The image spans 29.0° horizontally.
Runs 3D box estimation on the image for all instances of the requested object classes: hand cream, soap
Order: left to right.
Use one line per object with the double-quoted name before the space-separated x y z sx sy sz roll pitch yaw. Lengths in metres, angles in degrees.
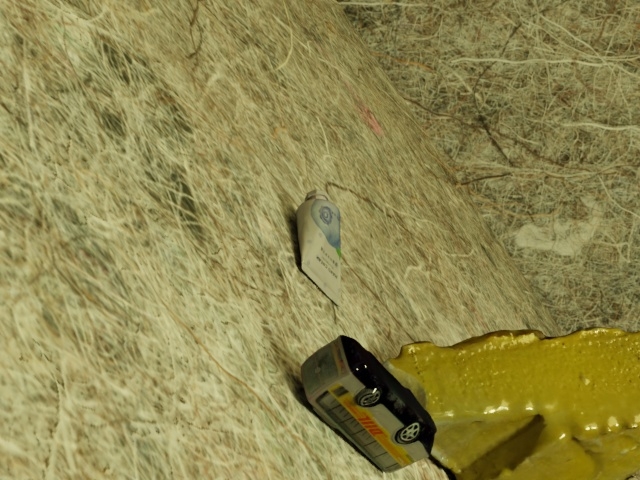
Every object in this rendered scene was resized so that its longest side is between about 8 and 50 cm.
"hand cream" 0.000 0.000 1.449 0.084 0.053 0.142 46 28 -41
"soap" 0.288 0.165 1.447 0.304 0.338 0.169 45 16 -44

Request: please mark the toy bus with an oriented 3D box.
"toy bus" 0.046 0.160 1.189 0.172 0.072 0.057 47 18 -41
